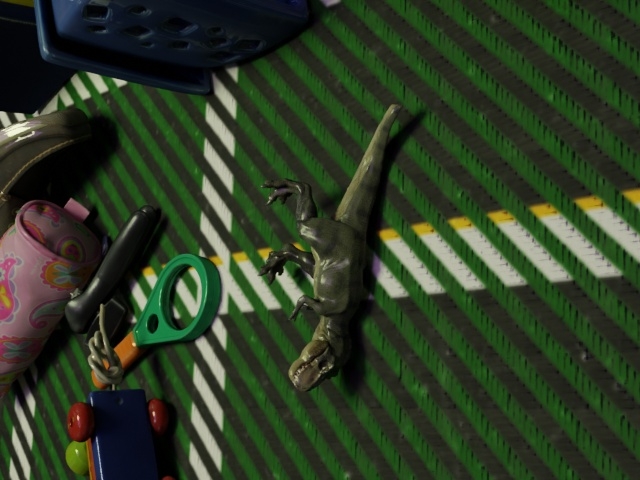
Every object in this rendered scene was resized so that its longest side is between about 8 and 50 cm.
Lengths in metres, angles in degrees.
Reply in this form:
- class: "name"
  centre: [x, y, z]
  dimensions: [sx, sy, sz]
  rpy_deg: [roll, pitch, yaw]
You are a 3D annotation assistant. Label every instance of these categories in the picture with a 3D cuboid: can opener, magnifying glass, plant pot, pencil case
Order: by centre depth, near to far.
- class: "plant pot"
  centre: [-0.178, -0.295, 1.106]
  dimensions: [0.212, 0.236, 0.235]
  rpy_deg: [-35, 59, 44]
- class: "magnifying glass"
  centre: [-0.187, 0.099, 1.179]
  dimensions: [0.231, 0.026, 0.092]
  rpy_deg: [-41, 55, 31]
- class: "can opener"
  centre: [-0.241, 0.039, 1.233]
  dimensions: [0.186, 0.073, 0.059]
  rpy_deg: [-62, 7, 13]
- class: "pencil case"
  centre: [-0.382, 0.076, 1.322]
  dimensions: [0.284, 0.124, 0.124]
  rpy_deg: [-52, 49, 25]

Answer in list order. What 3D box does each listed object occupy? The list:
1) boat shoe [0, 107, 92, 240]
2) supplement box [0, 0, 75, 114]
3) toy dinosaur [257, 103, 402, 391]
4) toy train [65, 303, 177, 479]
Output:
- class: "boat shoe"
  centre: [-0.410, -0.055, 1.375]
  dimensions: [0.355, 0.132, 0.130]
  rpy_deg: [-28, 92, 34]
- class: "supplement box"
  centre: [-0.459, -0.372, 1.391]
  dimensions: [0.194, 0.195, 0.356]
  rpy_deg: [-35, 68, 35]
- class: "toy dinosaur"
  centre: [0.000, 0.000, 0.975]
  dimensions: [0.118, 0.064, 0.268]
  rpy_deg: [14, 92, 33]
- class: "toy train"
  centre: [-0.240, 0.212, 1.163]
  dimensions: [0.143, 0.105, 0.248]
  rpy_deg: [-44, 52, 48]
